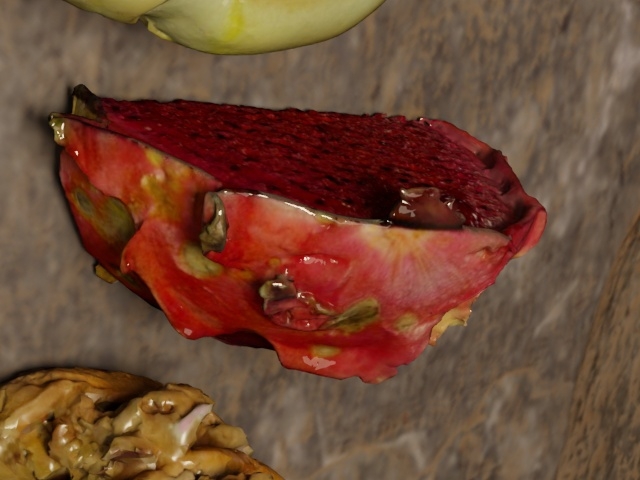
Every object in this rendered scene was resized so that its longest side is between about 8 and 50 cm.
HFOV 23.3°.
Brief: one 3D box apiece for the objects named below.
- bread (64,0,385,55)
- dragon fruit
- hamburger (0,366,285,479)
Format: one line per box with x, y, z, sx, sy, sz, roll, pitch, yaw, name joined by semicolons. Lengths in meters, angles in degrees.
-0.038;-0.178;0.650;0.213;0.105;0.213;-16;120;-30;bread
0.001;0.012;0.747;0.274;0.161;0.126;1;110;-42;dragon fruit
-0.103;0.207;0.743;0.260;0.211;0.245;-30;135;-31;hamburger
